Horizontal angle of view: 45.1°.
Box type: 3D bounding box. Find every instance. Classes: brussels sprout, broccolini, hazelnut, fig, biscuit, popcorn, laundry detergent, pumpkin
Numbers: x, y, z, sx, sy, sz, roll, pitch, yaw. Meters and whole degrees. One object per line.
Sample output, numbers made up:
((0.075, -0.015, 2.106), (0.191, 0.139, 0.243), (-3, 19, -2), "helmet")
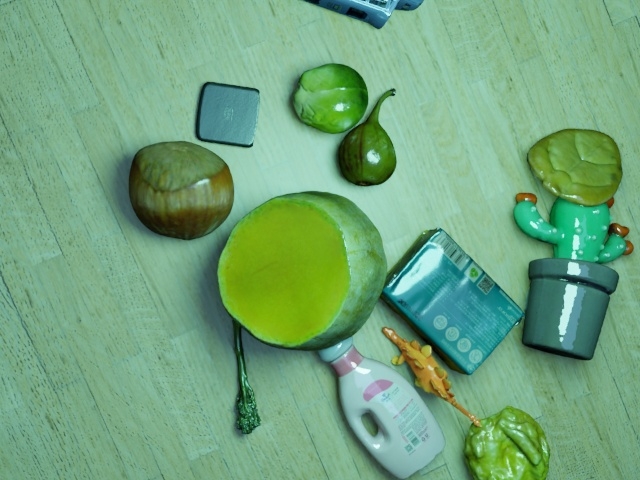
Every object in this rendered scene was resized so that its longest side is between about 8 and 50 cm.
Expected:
((0.025, -0.289, 1.591), (0.155, 0.117, 0.155), (-2, 84, 18), "brussels sprout")
((-0.158, 0.281, 1.603), (0.051, 0.054, 0.239), (-5, 89, -45), "broccolini")
((-0.272, -0.097, 1.518), (0.214, 0.176, 0.214), (8, 119, 14), "hazelnut")
((0.115, -0.226, 1.615), (0.124, 0.124, 0.236), (20, 76, -10), "fig")
((0.564, -0.170, 1.674), (0.203, 0.041, 0.260), (40, 55, 21), "biscuit")
((0.399, 0.450, 1.654), (0.197, 0.155, 0.197), (1, 103, 6), "popcorn")
((0.117, 0.338, 1.631), (0.159, 0.088, 0.335), (-38, 96, -7), "laundry detergent")
((-0.042, 0.051, 1.492), (0.332, 0.199, 0.332), (-1, 83, 10), "pumpkin")

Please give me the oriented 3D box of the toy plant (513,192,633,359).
((0.535, 0.044, 1.658), (0.279, 0.185, 0.400), (13, 80, 11), "toy plant")

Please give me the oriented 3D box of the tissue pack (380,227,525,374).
((0.267, 0.128, 1.629), (0.192, 0.134, 0.271), (-45, 97, -6), "tissue pack")

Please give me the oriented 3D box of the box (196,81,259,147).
((-0.192, -0.261, 1.600), (0.125, 0.027, 0.126), (7, 91, -7), "box")

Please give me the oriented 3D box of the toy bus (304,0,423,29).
((0.078, -0.528, 1.592), (0.292, 0.125, 0.133), (17, 89, -9), "toy bus")

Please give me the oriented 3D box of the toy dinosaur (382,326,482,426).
((0.232, 0.281, 1.610), (0.070, 0.117, 0.288), (-40, 73, -12), "toy dinosaur")
